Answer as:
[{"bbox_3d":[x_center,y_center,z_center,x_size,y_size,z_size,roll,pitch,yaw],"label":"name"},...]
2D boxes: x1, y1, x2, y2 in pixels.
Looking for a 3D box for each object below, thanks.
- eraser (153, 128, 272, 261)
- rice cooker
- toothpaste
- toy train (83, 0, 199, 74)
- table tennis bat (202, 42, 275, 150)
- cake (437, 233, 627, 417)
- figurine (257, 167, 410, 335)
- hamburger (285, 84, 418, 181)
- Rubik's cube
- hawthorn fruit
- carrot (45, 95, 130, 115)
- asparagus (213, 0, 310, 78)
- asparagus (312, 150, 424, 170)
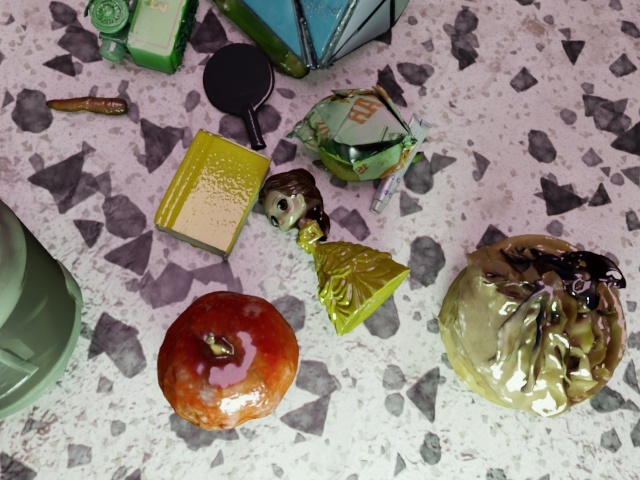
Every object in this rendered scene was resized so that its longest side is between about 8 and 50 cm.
[{"bbox_3d":[-0.205,-0.091,1.165,0.158,0.069,0.226,23,72,0],"label":"eraser"},{"bbox_3d":[-0.559,0.111,0.927,0.335,0.325,0.335,0,61,-1],"label":"rice cooker"},{"bbox_3d":[0.161,-0.154,1.232,0.052,0.033,0.218,29,85,-18],"label":"toothpaste"},{"bbox_3d":[-0.349,-0.466,1.214,0.188,0.132,0.243,13,83,-7],"label":"toy train"},{"bbox_3d":[-0.157,-0.296,1.242,0.150,0.027,0.236,-17,82,2],"label":"table tennis bat"},{"bbox_3d":[0.396,0.133,1.057,0.332,0.321,0.332,1,74,-5],"label":"cake"},{"bbox_3d":[-0.003,0.002,1.127,0.168,0.187,0.315,-38,74,-14],"label":"figurine"},{"bbox_3d":[0.052,-0.209,1.191,0.235,0.125,0.214,-24,51,-14],"label":"hamburger"},{"bbox_3d":[0.028,-0.560,1.163,0.305,0.307,0.310,47,50,6],"label":"Rubik's cube"},{"bbox_3d":[-0.154,0.189,0.989,0.242,0.272,0.242,2,68,-5],"label":"hawthorn fruit"},{"bbox_3d":[-0.463,-0.269,1.199,0.165,0.035,0.036,3,74,-4],"label":"carrot"},{"bbox_3d":[-0.150,-0.476,1.278,0.343,0.085,0.082,45,98,4],"label":"asparagus"},{"bbox_3d":[0.100,-0.161,1.249,0.236,0.027,0.034,-6,70,-9],"label":"asparagus"}]
